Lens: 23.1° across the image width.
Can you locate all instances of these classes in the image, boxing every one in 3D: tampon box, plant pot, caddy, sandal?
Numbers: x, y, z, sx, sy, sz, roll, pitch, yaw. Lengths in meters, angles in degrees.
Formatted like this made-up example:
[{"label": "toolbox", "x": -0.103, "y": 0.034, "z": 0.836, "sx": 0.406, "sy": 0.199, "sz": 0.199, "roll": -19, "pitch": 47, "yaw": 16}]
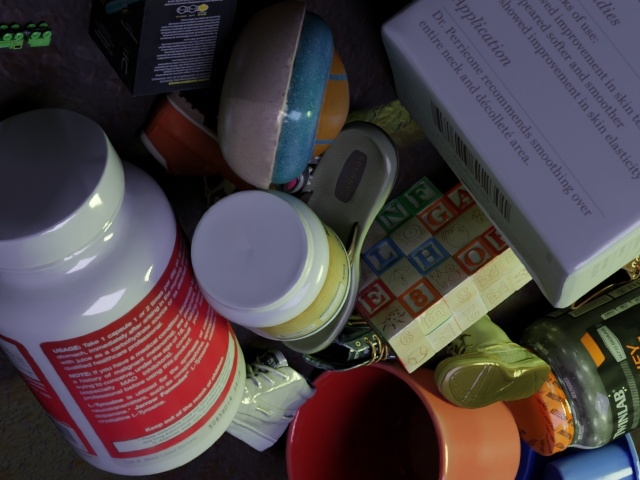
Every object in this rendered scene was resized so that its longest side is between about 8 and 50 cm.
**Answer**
[{"label": "tampon box", "x": -0.151, "y": -0.242, "z": 1.524, "sx": 0.101, "sy": 0.120, "sz": 0.161, "roll": -10, "pitch": 133, "yaw": -28}, {"label": "plant pot", "x": 0.131, "y": 0.292, "z": 2.151, "sx": 0.243, "sy": 0.275, "sz": 0.275, "roll": 3, "pitch": 126, "yaw": -49}, {"label": "caddy", "x": 0.383, "y": 0.395, "z": 2.437, "sx": 0.179, "sy": 0.241, "sz": 0.341, "roll": -9, "pitch": 133, "yaw": -25}, {"label": "sandal", "x": -0.001, "y": -0.002, "z": 1.858, "sx": 0.086, "sy": 0.120, "sz": 0.302, "roll": -38, "pitch": 149, "yaw": -62}]

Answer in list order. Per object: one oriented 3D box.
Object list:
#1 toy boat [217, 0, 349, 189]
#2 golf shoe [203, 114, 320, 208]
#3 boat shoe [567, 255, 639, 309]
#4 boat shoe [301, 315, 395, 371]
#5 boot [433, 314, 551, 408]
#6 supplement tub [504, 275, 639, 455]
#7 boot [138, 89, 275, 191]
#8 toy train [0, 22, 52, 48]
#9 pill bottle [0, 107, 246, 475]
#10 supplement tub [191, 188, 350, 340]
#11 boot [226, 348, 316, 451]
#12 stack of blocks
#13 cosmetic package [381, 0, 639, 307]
[{"label": "toy boat", "x": -0.009, "y": -0.204, "z": 1.560, "sx": 0.148, "sy": 0.267, "sz": 0.318, "roll": 12, "pitch": 106, "yaw": -1}, {"label": "golf shoe", "x": -0.085, "y": -0.041, "z": 1.802, "sx": 0.120, "sy": 0.105, "sz": 0.272, "roll": 3, "pitch": 122, "yaw": -18}, {"label": "boat shoe", "x": 0.425, "y": 0.036, "z": 2.256, "sx": 0.207, "sy": 0.073, "sz": 0.073, "roll": -29, "pitch": 139, "yaw": -13}, {"label": "boat shoe", "x": 0.064, "y": 0.136, "z": 2.009, "sx": 0.183, "sy": 0.083, "sz": 0.065, "roll": 1, "pitch": 115, "yaw": 1}, {"label": "boot", "x": 0.192, "y": 0.146, "z": 2.111, "sx": 0.213, "sy": 0.165, "sz": 0.077, "roll": 2, "pitch": 124, "yaw": -46}, {"label": "supplement tub", "x": 0.436, "y": 0.171, "z": 2.287, "sx": 0.338, "sy": 0.207, "sz": 0.207, "roll": -25, "pitch": 139, "yaw": -16}, {"label": "boot", "x": -0.123, "y": -0.089, "z": 1.691, "sx": 0.084, "sy": 0.158, "sz": 0.059, "roll": -47, "pitch": 180, "yaw": 18}, {"label": "toy train", "x": -0.303, "y": -0.199, "z": 1.534, "sx": 0.083, "sy": 0.017, "sz": 0.023, "roll": -9, "pitch": 143, "yaw": -31}, {"label": "pill bottle", "x": -0.238, "y": 0.058, "z": 1.661, "sx": 0.229, "sy": 0.229, "sz": 0.407, "roll": -31, "pitch": 140, "yaw": -9}, {"label": "supplement tub", "x": -0.052, "y": 0.026, "z": 1.653, "sx": 0.144, "sy": 0.144, "sz": 0.200, "roll": -40, "pitch": 166, "yaw": 2}, {"label": "boot", "x": -0.101, "y": 0.179, "z": 1.999, "sx": 0.123, "sy": 0.095, "sz": 0.258, "roll": -48, "pitch": 148, "yaw": 2}, {"label": "stack of blocks", "x": 0.170, "y": 0.003, "z": 1.957, "sx": 0.297, "sy": 0.171, "sz": 0.087, "roll": -37, "pitch": 140, "yaw": -3}, {"label": "cosmetic package", "x": 0.323, "y": -0.178, "z": 1.683, "sx": 0.394, "sy": 0.329, "sz": 0.327, "roll": -35, "pitch": 169, "yaw": 0}]
